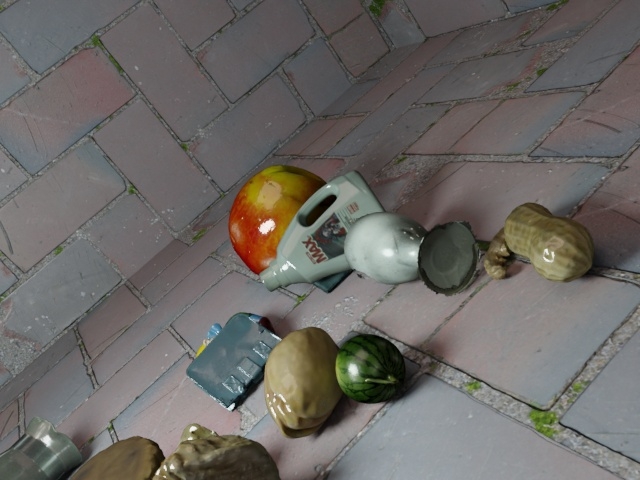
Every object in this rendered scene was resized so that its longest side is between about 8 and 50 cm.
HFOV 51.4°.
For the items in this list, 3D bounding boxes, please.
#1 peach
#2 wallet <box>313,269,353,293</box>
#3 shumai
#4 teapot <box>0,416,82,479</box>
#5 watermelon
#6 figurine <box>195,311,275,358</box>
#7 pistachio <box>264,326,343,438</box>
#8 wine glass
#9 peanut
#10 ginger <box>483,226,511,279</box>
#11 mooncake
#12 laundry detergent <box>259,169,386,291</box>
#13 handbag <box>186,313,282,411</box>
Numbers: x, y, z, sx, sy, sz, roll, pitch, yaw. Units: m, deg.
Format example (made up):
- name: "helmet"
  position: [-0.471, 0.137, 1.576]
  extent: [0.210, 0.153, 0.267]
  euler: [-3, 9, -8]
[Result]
- name: "peach"
  position: [-0.119, -0.056, 2.119]
  extent: [0.370, 0.370, 0.370]
  euler: [-32, 22, 14]
- name: "wallet"
  position: [0.044, 0.098, 1.928]
  extent: [0.129, 0.026, 0.088]
  euler: [-42, 34, -15]
- name: "shumai"
  position: [-0.253, 0.482, 1.269]
  extent: [0.314, 0.267, 0.262]
  euler: [-38, 22, -19]
- name: "teapot"
  position: [-0.872, 0.705, 1.883]
  extent: [0.344, 0.253, 0.300]
  euler: [-47, -10, -42]
- name: "watermelon"
  position: [0.109, 0.264, 1.336]
  extent: [0.141, 0.140, 0.187]
  euler: [-43, 25, -15]
- name: "figurine"
  position: [-0.247, 0.307, 1.856]
  extent: [0.185, 0.127, 0.234]
  euler: [4, 34, 37]
- name: "pistachio"
  position: [-0.033, 0.298, 1.466]
  extent: [0.293, 0.182, 0.162]
  euler: [-75, 5, -62]
- name: "wine glass"
  position: [0.207, 0.025, 1.604]
  extent: [0.190, 0.190, 0.357]
  euler: [-45, 22, -20]
- name: "peanut"
  position: [0.462, -0.004, 1.358]
  extent: [0.136, 0.120, 0.298]
  euler: [5, 18, -10]
- name: "ginger"
  position: [0.402, 0.030, 1.485]
  extent: [0.070, 0.051, 0.173]
  euler: [-18, 34, 42]
- name: "mooncake"
  position: [-0.441, 0.600, 1.445]
  extent: [0.324, 0.187, 0.324]
  euler: [-30, 21, 13]
- name: "laundry detergent"
  position: [0.000, 0.000, 1.887]
  extent: [0.398, 0.263, 0.125]
  euler: [-33, -16, 4]
- name: "handbag"
  position: [-0.216, 0.319, 1.745]
  extent: [0.179, 0.062, 0.229]
  euler: [30, 66, 24]
